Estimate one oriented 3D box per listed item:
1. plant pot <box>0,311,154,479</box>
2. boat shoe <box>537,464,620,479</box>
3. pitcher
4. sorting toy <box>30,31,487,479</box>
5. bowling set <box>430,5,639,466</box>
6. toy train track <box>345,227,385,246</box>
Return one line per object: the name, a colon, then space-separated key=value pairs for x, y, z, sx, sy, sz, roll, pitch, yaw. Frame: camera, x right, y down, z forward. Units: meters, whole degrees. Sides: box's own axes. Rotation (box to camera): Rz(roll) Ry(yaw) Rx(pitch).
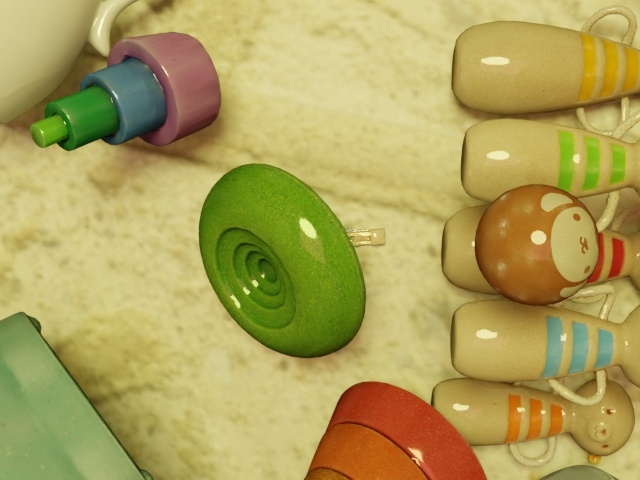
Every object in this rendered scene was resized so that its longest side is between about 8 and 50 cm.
plant pot: x=-0.198 y=0.164 z=0.462 sx=0.196 sy=0.293 sz=0.293 roll=-36 pitch=92 yaw=-18
boat shoe: x=0.087 y=0.313 z=0.516 sx=0.367 sy=0.136 sz=0.156 roll=-43 pitch=99 yaw=1
pitcher: x=-0.158 y=-0.168 z=0.490 sx=0.178 sy=0.125 sz=0.207 roll=26 pitch=87 yaw=-13
sorting toy: x=-0.047 y=0.057 z=0.469 sx=0.127 sy=0.126 sz=0.365 roll=-26 pitch=95 yaw=52
bowling set: x=0.148 y=0.015 z=0.438 sx=0.154 sy=0.200 sz=0.287 roll=2 pitch=100 yaw=3
toy train track: x=0.000 y=0.000 z=0.537 sx=0.083 sy=0.014 sz=0.048 roll=-4 pitch=96 yaw=6
